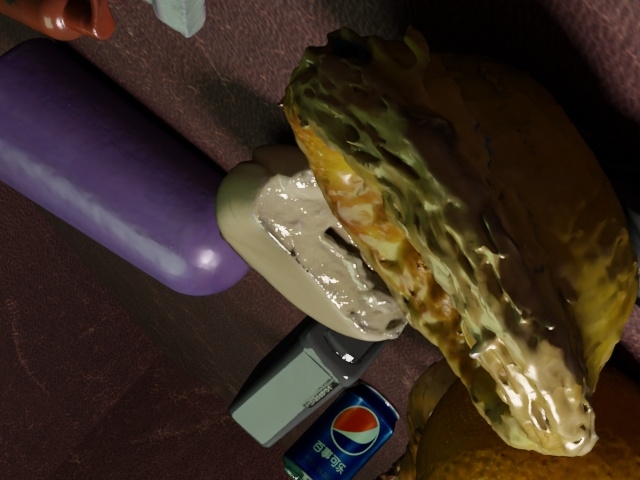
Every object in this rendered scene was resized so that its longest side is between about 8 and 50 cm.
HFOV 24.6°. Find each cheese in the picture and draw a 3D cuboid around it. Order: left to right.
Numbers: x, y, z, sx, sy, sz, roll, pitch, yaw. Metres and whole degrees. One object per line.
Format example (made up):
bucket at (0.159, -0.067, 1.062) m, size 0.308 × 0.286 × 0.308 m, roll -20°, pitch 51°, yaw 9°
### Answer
cheese at (0.000, 0.000, 1.707) m, size 0.266 × 0.127 × 0.233 m, roll 46°, pitch 164°, yaw -27°

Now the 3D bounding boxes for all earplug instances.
earplug at (-0.284, -0.087, 2.097) m, size 0.456 × 0.215 × 0.215 m, roll 35°, pitch 166°, yaw 16°

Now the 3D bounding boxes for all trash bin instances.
trash bin at (-0.009, 0.164, 2.032) m, size 0.101 × 0.236 × 0.177 m, roll 43°, pitch -151°, yaw -7°

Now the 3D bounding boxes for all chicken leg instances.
chicken leg at (0.203, 0.279, 1.814) m, size 0.295 × 0.182 × 0.409 m, roll 25°, pitch 150°, yaw -8°

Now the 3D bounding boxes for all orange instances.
orange at (0.231, 0.244, 1.498) m, size 0.274 × 0.274 × 0.274 m, roll 39°, pitch 167°, yaw 11°

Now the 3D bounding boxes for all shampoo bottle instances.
shampoo bottle at (-0.331, -0.296, 1.813) m, size 0.244 × 0.085 × 0.085 m, roll 26°, pitch 160°, yaw 44°

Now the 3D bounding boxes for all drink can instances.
drink can at (0.036, 0.346, 2.533) m, size 0.118 × 0.205 × 0.118 m, roll 40°, pitch 165°, yaw 13°

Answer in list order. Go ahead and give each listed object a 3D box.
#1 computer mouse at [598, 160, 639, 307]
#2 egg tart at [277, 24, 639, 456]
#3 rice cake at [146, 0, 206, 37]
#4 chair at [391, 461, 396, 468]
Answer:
computer mouse at (0.274, 0.012, 1.073) m, size 0.231 × 0.071 × 0.126 m, roll 44°, pitch 161°, yaw 56°
egg tart at (0.118, -0.010, 1.117) m, size 0.388 × 0.169 × 0.388 m, roll 57°, pitch 173°, yaw 10°
rice cake at (-0.147, -0.283, 1.383) m, size 0.081 × 0.051 × 0.290 m, roll 30°, pitch 163°, yaw 10°
chair at (0.248, 0.361, 2.085) m, size 0.260 × 0.154 × 0.141 m, roll 29°, pitch 162°, yaw 50°
